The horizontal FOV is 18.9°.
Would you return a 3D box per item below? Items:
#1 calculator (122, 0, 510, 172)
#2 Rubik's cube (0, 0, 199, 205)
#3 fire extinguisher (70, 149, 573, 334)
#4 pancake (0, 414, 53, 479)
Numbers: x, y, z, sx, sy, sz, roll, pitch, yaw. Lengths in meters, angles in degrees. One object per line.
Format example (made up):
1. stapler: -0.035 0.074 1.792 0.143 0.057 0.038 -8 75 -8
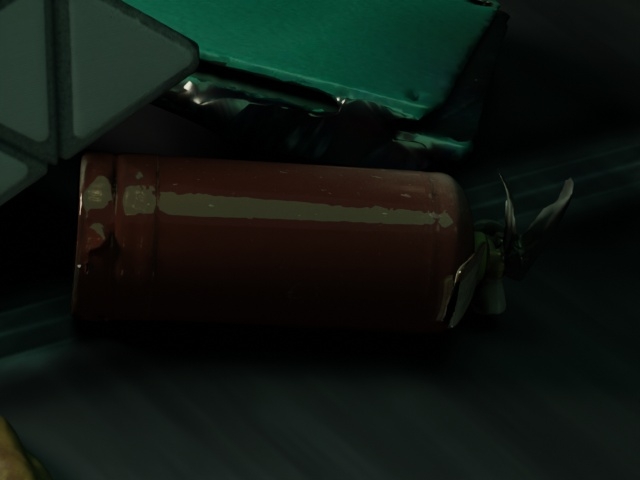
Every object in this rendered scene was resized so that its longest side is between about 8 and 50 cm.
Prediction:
1. calculator: -0.025 -0.123 1.200 0.274 0.058 0.248 15 26 6
2. Rubik's cube: -0.252 -0.093 1.030 0.229 0.233 0.228 49 28 12
3. fire extinguisher: 0.000 0.000 1.055 0.269 0.104 0.105 4 40 -8
4. pancake: -0.234 0.139 0.888 0.222 0.042 0.236 32 42 32
